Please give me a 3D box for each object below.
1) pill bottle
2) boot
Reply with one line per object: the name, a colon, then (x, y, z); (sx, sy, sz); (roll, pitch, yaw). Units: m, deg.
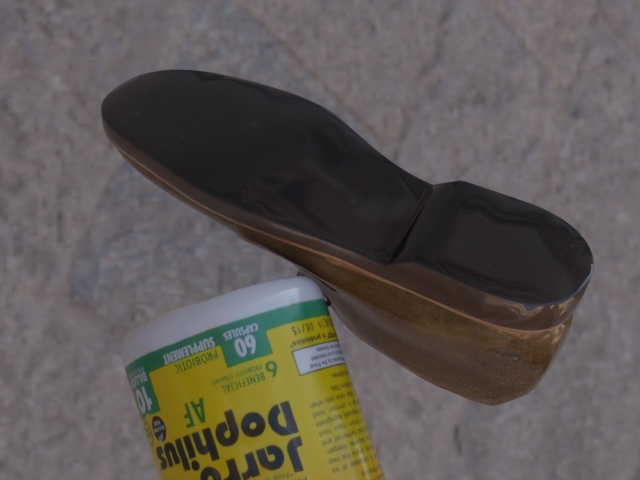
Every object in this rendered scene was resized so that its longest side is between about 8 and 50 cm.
pill bottle: (-0.024, 0.134, 0.827); (0.117, 0.117, 0.208); (-10, 79, -49)
boot: (0.000, 0.000, 0.887); (0.112, 0.305, 0.115); (-48, 157, -40)
